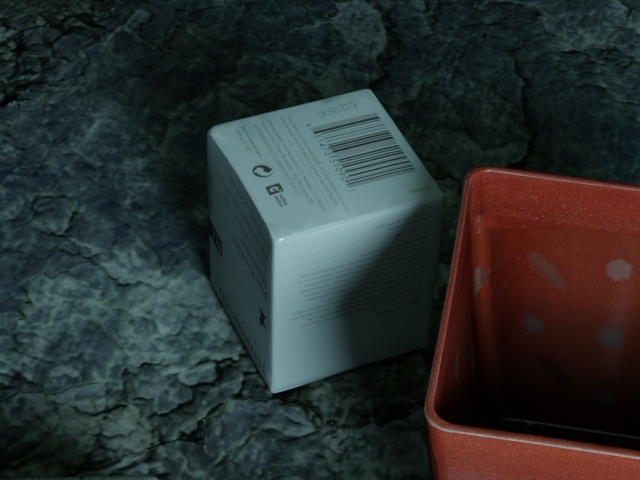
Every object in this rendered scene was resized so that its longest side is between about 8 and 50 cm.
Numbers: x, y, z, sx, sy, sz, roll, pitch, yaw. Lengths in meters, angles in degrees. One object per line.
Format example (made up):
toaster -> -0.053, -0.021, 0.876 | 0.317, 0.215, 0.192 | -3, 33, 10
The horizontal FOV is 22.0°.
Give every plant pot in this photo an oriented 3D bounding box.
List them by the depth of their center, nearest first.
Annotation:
plant pot -> 0.217, 0.132, 1.212 | 0.267, 0.236, 0.267 | 8, 44, 7

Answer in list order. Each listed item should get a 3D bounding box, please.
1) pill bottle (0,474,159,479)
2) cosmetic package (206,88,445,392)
pill bottle -> -0.225, 0.234, 1.163 | 0.229, 0.131, 0.131 | -1, 43, -3
cosmetic package -> 0.000, 0.000, 1.382 | 0.151, 0.184, 0.151 | -15, 46, -18
